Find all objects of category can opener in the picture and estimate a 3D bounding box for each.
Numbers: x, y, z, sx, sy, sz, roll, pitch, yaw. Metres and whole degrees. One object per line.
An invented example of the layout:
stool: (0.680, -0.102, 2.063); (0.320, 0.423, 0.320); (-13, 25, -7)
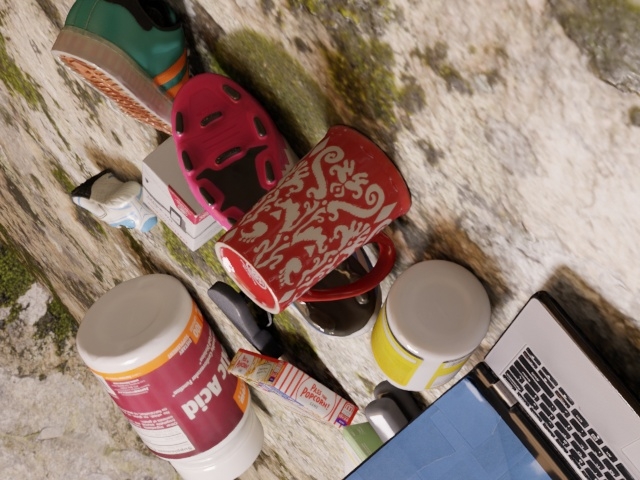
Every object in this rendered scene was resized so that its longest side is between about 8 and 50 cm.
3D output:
can opener: (0.170, 0.300, 1.577); (0.095, 0.076, 0.283); (-19, 115, 35)

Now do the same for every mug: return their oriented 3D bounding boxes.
mug: (0.001, -0.004, 1.151); (0.150, 0.169, 0.113); (49, 161, -2)

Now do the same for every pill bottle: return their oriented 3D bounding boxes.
pill bottle: (0.106, 0.096, 1.218); (0.103, 0.103, 0.184); (44, 161, 11)
pill bottle: (-0.266, 0.270, 2.215); (0.224, 0.224, 0.392); (27, 152, 47)

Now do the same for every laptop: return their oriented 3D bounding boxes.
laptop: (0.210, 0.311, 1.140); (0.382, 0.236, 0.408); (51, 166, 13)

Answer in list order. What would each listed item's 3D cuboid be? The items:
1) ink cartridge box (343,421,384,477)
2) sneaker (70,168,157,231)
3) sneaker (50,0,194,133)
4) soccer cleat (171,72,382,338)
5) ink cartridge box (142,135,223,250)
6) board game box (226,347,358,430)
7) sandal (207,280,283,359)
ink cartridge box: (0.091, 0.409, 1.761); (0.171, 0.056, 0.235); (-136, 40, -61)
sneaker: (-0.337, -0.060, 1.932); (0.237, 0.085, 0.086); (20, 142, 57)
sneaker: (-0.183, -0.198, 1.310); (0.108, 0.121, 0.302); (22, 173, 17)
soccer cleat: (-0.050, -0.032, 1.305); (0.331, 0.116, 0.143); (56, -174, 3)
ink cartridge box: (-0.186, -0.061, 1.622); (0.109, 0.063, 0.150); (45, 161, 9)
board game box: (-0.047, 0.233, 1.864); (0.146, 0.045, 0.193); (36, 166, -22)
sandal: (-0.109, 0.114, 1.833); (0.097, 0.054, 0.254); (41, 171, 22)
